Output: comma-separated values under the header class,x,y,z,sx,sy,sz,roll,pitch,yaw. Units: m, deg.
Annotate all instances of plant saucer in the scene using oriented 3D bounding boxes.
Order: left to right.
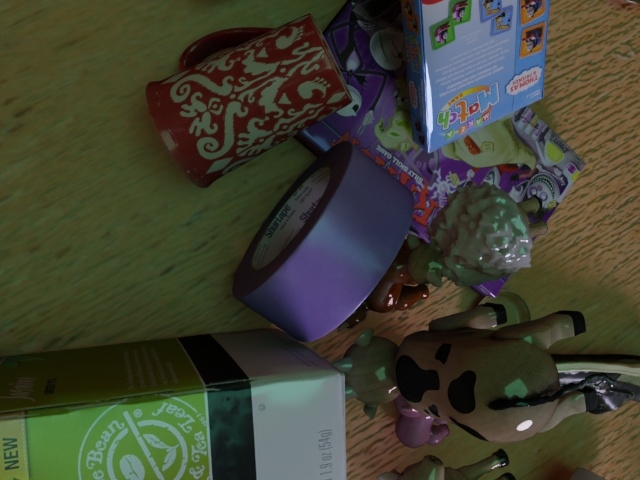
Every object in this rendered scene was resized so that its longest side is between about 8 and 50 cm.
class,x,y,z,sx,sy,sz,roll,pitch,yaw
plant saucer,0.219,0.101,0.833,0.083,0.015,0.083,-1,92,-18

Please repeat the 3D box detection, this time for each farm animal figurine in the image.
class,x,y,z,sx,sy,sz,roll,pitch,yaw
farm animal figurine,0.109,0.147,0.649,0.172,0.327,0.330,-12,78,-29

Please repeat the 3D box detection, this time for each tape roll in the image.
class,x,y,z,sx,sy,sz,roll,pitch,yaw
tape roll,0.000,0.000,0.668,0.080,0.189,0.189,37,81,-15

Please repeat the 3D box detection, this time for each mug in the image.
class,x,y,z,sx,sy,sz,roll,pitch,yaw
mug,-0.071,-0.153,0.651,0.169,0.113,0.150,-24,86,10

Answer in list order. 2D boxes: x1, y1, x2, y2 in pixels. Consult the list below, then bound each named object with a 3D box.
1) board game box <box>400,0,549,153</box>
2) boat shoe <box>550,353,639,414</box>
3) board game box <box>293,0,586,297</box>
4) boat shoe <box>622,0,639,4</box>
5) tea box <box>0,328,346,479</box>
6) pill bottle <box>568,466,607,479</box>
class,x,y,z,sx,sy,sz,roll,pitch,yaw
board game box,0.160,-0.211,0.686,0.160,0.039,0.211,-26,133,-15
boat shoe,0.347,0.180,0.844,0.224,0.080,0.073,4,86,-22
board game box,0.129,-0.118,0.781,0.347,0.056,0.208,38,85,-16
boat shoe,0.436,-0.336,0.875,0.153,0.048,0.056,-16,109,-10
tea box,-0.154,0.270,0.614,0.324,0.220,0.329,-5,94,-17
pill bottle,0.287,0.423,0.792,0.160,0.160,0.283,39,81,-15
